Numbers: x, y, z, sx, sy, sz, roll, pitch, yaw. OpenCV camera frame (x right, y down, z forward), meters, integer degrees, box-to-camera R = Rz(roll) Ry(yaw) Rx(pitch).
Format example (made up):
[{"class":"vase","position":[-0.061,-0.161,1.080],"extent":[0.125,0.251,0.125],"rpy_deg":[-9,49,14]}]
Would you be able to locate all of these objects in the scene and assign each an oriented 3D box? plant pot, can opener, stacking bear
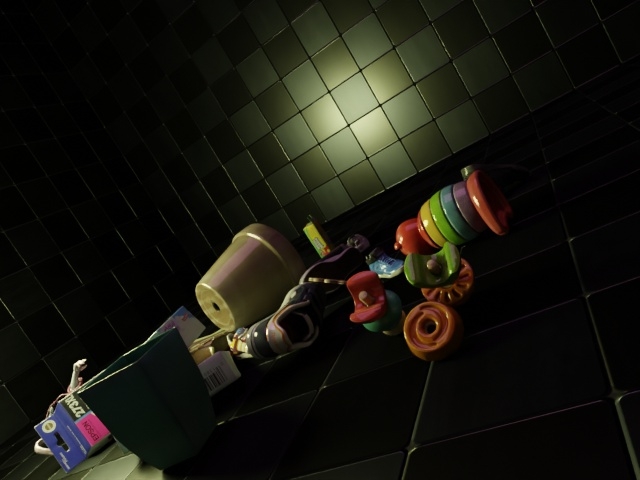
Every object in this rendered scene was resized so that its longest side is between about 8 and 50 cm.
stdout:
[{"class":"plant pot","position":[-0.245,0.147,1.682],"extent":[0.280,0.323,0.323],"rpy_deg":[-39,10,-36]},{"class":"plant pot","position":[-0.337,0.342,1.059],"extent":[0.165,0.234,0.166],"rpy_deg":[-29,7,17]},{"class":"can opener","position":[0.074,0.073,1.947],"extent":[0.283,0.076,0.095],"rpy_deg":[-35,-24,-27]},{"class":"stacking bear","position":[0.327,-0.045,1.328],"extent":[0.289,0.164,0.175],"rpy_deg":[-32,6,34]}]

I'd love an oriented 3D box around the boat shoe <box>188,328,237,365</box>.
[{"class":"boat shoe","position":[-0.363,0.357,1.639],"extent":[0.257,0.095,0.095],"rpy_deg":[-34,14,-22]}]

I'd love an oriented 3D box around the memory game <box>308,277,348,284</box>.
[{"class":"memory game","position":[0.058,0.117,1.424],"extent":[0.186,0.012,0.186],"rpy_deg":[5,-4,0]}]

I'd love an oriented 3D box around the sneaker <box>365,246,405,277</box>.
[{"class":"sneaker","position":[0.182,0.059,1.445],"extent":[0.058,0.084,0.152],"rpy_deg":[-34,8,-24]}]

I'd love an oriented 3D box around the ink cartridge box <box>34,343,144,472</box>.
[{"class":"ink cartridge box","position":[-0.637,0.490,1.515],"extent":[0.371,0.176,0.069],"rpy_deg":[-37,-21,-31]}]

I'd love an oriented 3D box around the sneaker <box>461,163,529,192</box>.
[{"class":"sneaker","position":[0.547,-0.168,1.563],"extent":[0.228,0.130,0.087],"rpy_deg":[-4,-8,-21]}]

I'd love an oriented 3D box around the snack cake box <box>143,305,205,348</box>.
[{"class":"snack cake box","position":[-0.428,0.307,1.292],"extent":[0.264,0.089,0.152],"rpy_deg":[-45,3,18]}]

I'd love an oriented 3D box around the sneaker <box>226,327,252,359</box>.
[{"class":"sneaker","position":[-0.208,0.291,1.470],"extent":[0.185,0.084,0.069],"rpy_deg":[-25,9,40]}]

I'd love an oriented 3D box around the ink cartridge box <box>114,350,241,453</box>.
[{"class":"ink cartridge box","position":[-0.362,0.422,1.373],"extent":[0.308,0.091,0.385],"rpy_deg":[-33,-9,-11]}]

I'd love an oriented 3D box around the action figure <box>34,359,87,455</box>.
[{"class":"action figure","position":[-0.753,0.565,1.716],"extent":[0.370,0.248,0.275],"rpy_deg":[137,150,-75]}]

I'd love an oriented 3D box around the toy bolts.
[{"class":"toy bolts","position":[0.179,0.139,0.938],"extent":[0.229,0.158,0.218],"rpy_deg":[-16,54,27]}]

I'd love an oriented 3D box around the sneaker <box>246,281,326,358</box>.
[{"class":"sneaker","position":[-0.045,0.198,1.296],"extent":[0.127,0.126,0.321],"rpy_deg":[-19,12,35]}]

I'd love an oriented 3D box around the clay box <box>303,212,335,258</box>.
[{"class":"clay box","position":[0.000,0.000,2.040],"extent":[0.053,0.222,0.127],"rpy_deg":[-33,6,11]}]

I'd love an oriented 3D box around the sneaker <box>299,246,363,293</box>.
[{"class":"sneaker","position":[0.021,0.121,1.687],"extent":[0.290,0.106,0.123],"rpy_deg":[-26,-6,-45]}]
